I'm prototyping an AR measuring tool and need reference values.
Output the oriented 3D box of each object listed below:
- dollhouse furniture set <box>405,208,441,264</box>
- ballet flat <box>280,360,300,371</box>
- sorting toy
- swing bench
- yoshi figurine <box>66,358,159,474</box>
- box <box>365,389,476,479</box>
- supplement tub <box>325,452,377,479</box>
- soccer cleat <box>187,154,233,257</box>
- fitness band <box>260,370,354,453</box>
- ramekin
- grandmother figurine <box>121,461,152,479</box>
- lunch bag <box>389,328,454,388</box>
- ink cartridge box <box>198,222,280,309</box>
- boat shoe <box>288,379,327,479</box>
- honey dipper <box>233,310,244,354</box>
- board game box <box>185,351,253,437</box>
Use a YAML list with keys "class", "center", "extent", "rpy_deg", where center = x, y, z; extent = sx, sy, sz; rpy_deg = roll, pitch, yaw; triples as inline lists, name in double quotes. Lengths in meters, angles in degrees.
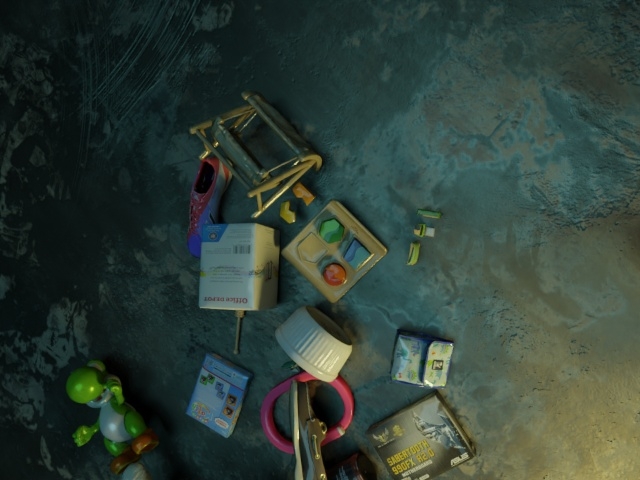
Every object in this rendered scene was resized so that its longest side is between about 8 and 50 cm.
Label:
- class: "dollhouse furniture set"
  center: [0.269, -0.004, 1.281]
  extent: [0.058, 0.076, 0.152]
  rpy_deg: [12, 95, 19]
- class: "ballet flat"
  center: [-0.063, 0.361, 1.432]
  extent: [0.114, 0.041, 0.041]
  rpy_deg: [-32, 82, 19]
- class: "sorting toy"
  center: [0.000, 0.000, 1.358]
  extent: [0.307, 0.041, 0.229]
  rpy_deg: [44, 106, -2]
- class: "swing bench"
  center: [-0.166, -0.245, 1.327]
  extent: [0.254, 0.165, 0.253]
  rpy_deg: [-39, 78, -16]
- class: "yoshi figurine"
  center: [-0.674, 0.528, 1.533]
  extent: [0.362, 0.203, 0.203]
  rpy_deg: [49, 140, 19]
- class: "box"
  center: [0.265, 0.536, 1.316]
  extent: [0.231, 0.056, 0.183]
  rpy_deg: [-35, 82, 17]
- class: "supplement tub"
  center: [0.054, 0.680, 1.370]
  extent: [0.198, 0.106, 0.106]
  rpy_deg: [-36, 81, 17]
- class: "soccer cleat"
  center: [-0.351, -0.100, 1.469]
  extent: [0.108, 0.116, 0.318]
  rpy_deg: [20, 98, 17]
- class: "fitness band"
  center: [-0.041, 0.491, 1.422]
  extent: [0.290, 0.054, 0.209]
  rpy_deg: [-33, 82, 16]
- class: "ramekin"
  center: [-0.011, 0.267, 1.328]
  extent: [0.207, 0.207, 0.109]
  rpy_deg: [40, 95, 13]
- class: "grandmother figurine"
  center: [-0.491, 0.816, 1.507]
  extent: [0.207, 0.104, 0.342]
  rpy_deg: [-28, 107, 3]
- class: "lunch bag"
  center: [0.265, 0.312, 1.292]
  extent: [0.151, 0.096, 0.129]
  rpy_deg: [10, 93, 4]
- class: "ink cartridge box"
  center: [-0.224, 0.077, 1.392]
  extent: [0.171, 0.168, 0.233]
  rpy_deg: [0, 84, 18]
- class: "boat shoe"
  center: [-0.031, 0.541, 1.334]
  extent: [0.096, 0.116, 0.325]
  rpy_deg: [-3, 72, -8]
- class: "honey dipper"
  center: [-0.251, 0.271, 1.497]
  extent: [0.030, 0.030, 0.161]
  rpy_deg: [8, 96, 19]
- class: "board game box"
  center: [-0.313, 0.474, 1.522]
  extent: [0.160, 0.039, 0.212]
  rpy_deg: [24, 99, 17]
